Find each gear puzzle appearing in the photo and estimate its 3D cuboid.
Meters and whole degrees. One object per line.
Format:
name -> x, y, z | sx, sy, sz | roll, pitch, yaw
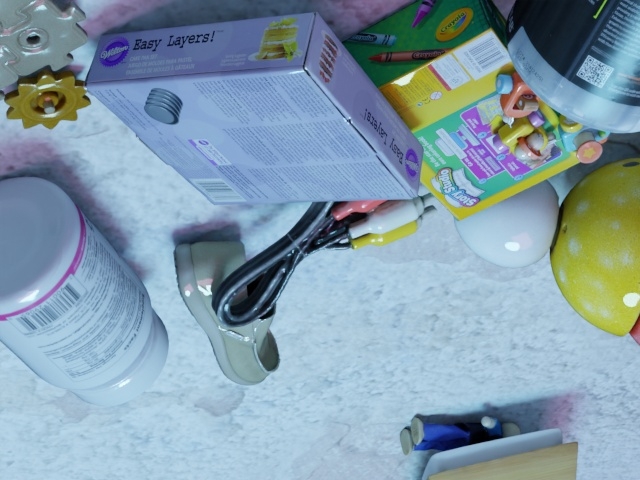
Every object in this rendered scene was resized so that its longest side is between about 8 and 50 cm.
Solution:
gear puzzle -> -0.312, -0.199, 1.358 | 0.175, 0.044, 0.339 | -26, 147, 14

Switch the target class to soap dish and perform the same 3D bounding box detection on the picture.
soap dish -> 0.268, 0.391, 2.291 | 0.229, 0.118, 0.291 | -11, 160, -6

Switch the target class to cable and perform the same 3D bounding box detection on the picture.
cable -> 0.000, 0.000, 1.667 | 0.287, 0.072, 0.139 | -35, 142, -6

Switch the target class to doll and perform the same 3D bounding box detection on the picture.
doll -> 0.221, 0.295, 2.248 | 0.189, 0.046, 0.129 | 4, 145, -24

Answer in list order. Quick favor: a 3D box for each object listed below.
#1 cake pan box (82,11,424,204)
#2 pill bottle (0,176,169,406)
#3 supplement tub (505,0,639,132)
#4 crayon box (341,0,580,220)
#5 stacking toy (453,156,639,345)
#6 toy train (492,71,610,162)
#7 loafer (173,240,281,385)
cake pan box -> -0.056, -0.116, 1.459 | 0.246, 0.070, 0.267 | 0, 154, 31
pill bottle -> -0.282, 0.066, 1.637 | 0.160, 0.160, 0.283 | -20, 146, 8
supplement tub -> 0.310, -0.264, 1.350 | 0.194, 0.193, 0.316 | 1, 144, -21
crayon box -> 0.151, -0.141, 1.566 | 0.165, 0.081, 0.278 | -26, 144, 18
stacking toy -> 0.389, 0.013, 1.710 | 0.480, 0.350, 0.350 | 13, 142, -1
toy train -> 0.244, -0.123, 1.513 | 0.166, 0.046, 0.125 | 3, 141, -24
loafer -> -0.093, 0.089, 1.791 | 0.092, 0.102, 0.268 | -14, 146, 11
